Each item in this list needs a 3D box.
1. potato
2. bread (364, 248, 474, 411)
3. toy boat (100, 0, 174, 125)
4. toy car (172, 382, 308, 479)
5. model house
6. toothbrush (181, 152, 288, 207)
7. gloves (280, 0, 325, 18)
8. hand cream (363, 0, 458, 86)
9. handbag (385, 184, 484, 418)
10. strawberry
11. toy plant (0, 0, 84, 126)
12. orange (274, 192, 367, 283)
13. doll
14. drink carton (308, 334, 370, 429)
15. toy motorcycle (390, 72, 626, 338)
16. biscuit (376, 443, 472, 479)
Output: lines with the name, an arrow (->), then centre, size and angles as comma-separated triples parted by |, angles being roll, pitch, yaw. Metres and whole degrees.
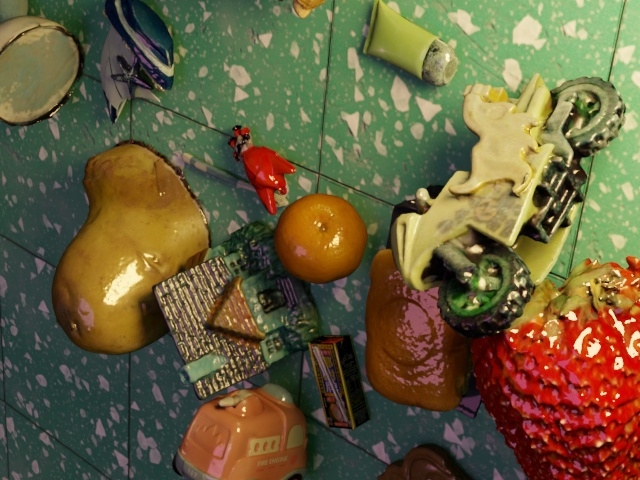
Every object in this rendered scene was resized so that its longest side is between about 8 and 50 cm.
potato -> -0.405, 0.023, 2.219 | 0.290, 0.296, 0.397 | -9, 102, 43
bread -> 0.153, 0.126, 1.686 | 0.174, 0.121, 0.245 | 15, 107, 39
toy boat -> -0.356, -0.325, 2.189 | 0.210, 0.070, 0.291 | 39, 133, 32
toy car -> -0.136, 0.375, 2.146 | 0.180, 0.270, 0.212 | 26, 104, 35
model house -> -0.179, 0.131, 2.083 | 0.226, 0.241, 0.261 | -26, 87, 48
toothbrush -> -0.167, -0.113, 2.121 | 0.276, 0.025, 0.019 | 25, 124, 34
gloves -> 0.004, -0.475, 1.715 | 0.356, 0.155, 0.203 | -28, 94, 31
hand cream -> 0.137, -0.297, 1.745 | 0.175, 0.046, 0.095 | 38, 130, 35
handbag -> 0.212, 0.106, 1.792 | 0.269, 0.118, 0.325 | 28, 126, 32
strawberry -> 0.372, 0.205, 1.548 | 0.312, 0.267, 0.351 | -11, 98, 1
toy plant -> -0.672, -0.410, 2.344 | 0.332, 0.247, 0.247 | 37, 129, 30
orange -> 0.000, 0.000, 1.926 | 0.159, 0.159, 0.136 | 52, 168, 14
doll -> -0.112, -0.138, 2.034 | 0.169, 0.057, 0.109 | 45, 129, 24
drink carton -> 0.032, 0.256, 2.062 | 0.071, 0.056, 0.165 | -5, 103, 42
toy motorcycle -> 0.243, -0.060, 1.535 | 0.237, 0.410, 0.169 | 16, 156, 41
biscuit -> 0.227, 0.456, 1.970 | 0.320, 0.047, 0.183 | 20, 122, 36
